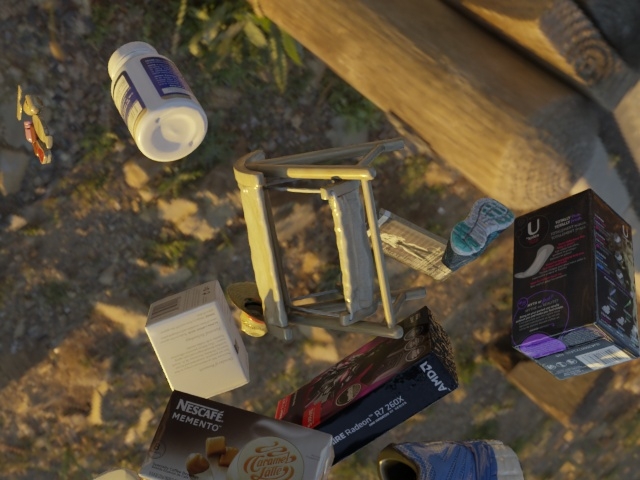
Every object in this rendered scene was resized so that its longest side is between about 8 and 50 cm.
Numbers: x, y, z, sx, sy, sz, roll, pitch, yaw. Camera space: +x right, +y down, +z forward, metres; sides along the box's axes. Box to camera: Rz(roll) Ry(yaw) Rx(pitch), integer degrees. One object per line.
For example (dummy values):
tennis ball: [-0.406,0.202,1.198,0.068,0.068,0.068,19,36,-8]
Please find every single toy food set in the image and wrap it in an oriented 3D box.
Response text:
toy food set: [-0.367,-0.146,1.261,0.019,0.122,0.078,-12,142,-30]

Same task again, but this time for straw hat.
straw hat: [-0.109,0.134,1.687,0.144,0.144,0.061,4,120,-47]

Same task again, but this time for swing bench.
swing bench: [0.000,0.000,1.412,0.165,0.254,0.253,-46,128,-61]

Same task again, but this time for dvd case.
dvd case: [0.193,0.012,2.026,0.018,0.221,0.164,-69,-171,-24]

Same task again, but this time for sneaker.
sneaker: [0.098,0.290,0.774,0.147,0.330,0.130,10,121,-9]
sneaker: [0.233,-0.008,1.464,0.166,0.065,0.076,-31,157,-43]

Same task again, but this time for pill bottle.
pill bottle: [-0.255,-0.218,1.476,0.112,0.187,0.112,-20,141,-17]

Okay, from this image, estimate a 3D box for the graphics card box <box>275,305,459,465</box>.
graphics card box: [0.076,0.289,1.799,0.370,0.233,0.094,-33,102,13]

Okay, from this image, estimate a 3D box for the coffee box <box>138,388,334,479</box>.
coffee box: [-0.118,0.326,1.398,0.098,0.246,0.141,86,22,-58]

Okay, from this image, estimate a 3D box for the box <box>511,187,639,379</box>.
box: [0.435,0.076,1.657,0.165,0.271,0.143,-23,135,39]

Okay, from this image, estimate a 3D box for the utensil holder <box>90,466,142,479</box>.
utensil holder: [-0.243,0.594,1.577,0.385,0.327,0.328,38,95,-29]

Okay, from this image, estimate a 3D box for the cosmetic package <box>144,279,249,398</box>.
cosmetic package: [-0.243,0.203,1.936,0.151,0.151,0.184,-21,106,1]
